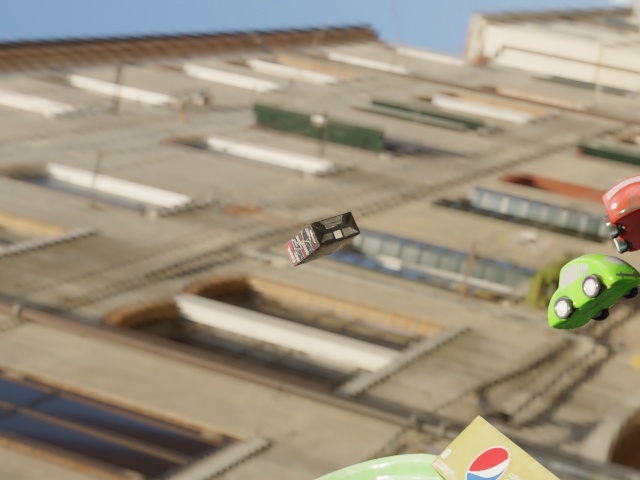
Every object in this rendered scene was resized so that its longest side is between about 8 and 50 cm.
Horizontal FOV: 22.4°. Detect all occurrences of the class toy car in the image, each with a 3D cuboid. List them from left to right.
[{"bbox_3d":[0.286,0.009,1.481,0.239,0.225,0.053,4,-123,-40],"label":"toy car"}]

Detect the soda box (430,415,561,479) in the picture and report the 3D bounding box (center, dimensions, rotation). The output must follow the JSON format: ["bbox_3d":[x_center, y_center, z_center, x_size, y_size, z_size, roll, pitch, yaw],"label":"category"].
[{"bbox_3d":[0.154,0.199,1.214,0.058,0.181,0.061,-45,-66,-5],"label":"soda box"}]

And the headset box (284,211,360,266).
[{"bbox_3d":[0.000,0.000,1.952,0.062,0.083,0.032,-17,-100,-31],"label":"headset box"}]

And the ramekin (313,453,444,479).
[{"bbox_3d":[0.062,0.412,2.116,0.303,0.303,0.148,-37,-69,-57],"label":"ramekin"}]
